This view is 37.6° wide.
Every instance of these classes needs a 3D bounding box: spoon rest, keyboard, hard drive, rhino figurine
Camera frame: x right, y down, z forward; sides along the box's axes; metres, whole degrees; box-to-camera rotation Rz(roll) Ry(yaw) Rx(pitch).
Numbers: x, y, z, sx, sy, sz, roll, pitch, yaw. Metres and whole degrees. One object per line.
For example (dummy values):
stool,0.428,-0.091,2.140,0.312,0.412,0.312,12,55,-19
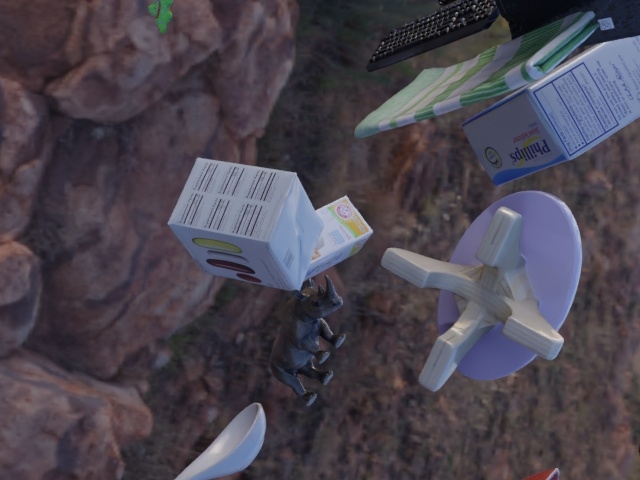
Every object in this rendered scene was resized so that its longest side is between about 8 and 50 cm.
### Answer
spoon rest,-0.181,0.380,1.538,0.084,0.137,0.276,37,75,-13
keyboard,0.222,-0.402,1.678,0.033,0.317,0.201,49,59,-23
hard drive,0.425,-0.395,1.382,0.237,0.339,0.064,48,45,-47
rhino figurine,-0.021,0.148,1.497,0.073,0.106,0.243,-34,149,-45

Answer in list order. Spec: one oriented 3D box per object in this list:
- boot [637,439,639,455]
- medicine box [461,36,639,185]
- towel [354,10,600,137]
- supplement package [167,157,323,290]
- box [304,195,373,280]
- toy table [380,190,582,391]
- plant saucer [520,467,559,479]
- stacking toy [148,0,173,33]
boot,0.735,0.472,2.026,0.152,0.073,0.197,15,92,-37
medicine box,0.458,-0.247,1.753,0.289,0.263,0.149,-31,92,-19
towel,0.233,-0.251,1.428,0.248,0.325,0.038,-42,112,-42
supplement package,-0.132,-0.027,1.714,0.194,0.203,0.149,63,43,-56
box,0.000,0.000,2.151,0.203,0.114,0.103,-27,164,-31
toy table,0.219,0.067,1.231,0.161,0.252,0.274,-7,112,-59
plant saucer,0.155,0.381,0.934,0.259,0.048,0.258,-21,120,-53
stacking toy,-0.252,-0.443,1.449,0.167,0.052,0.221,-117,-148,-66
